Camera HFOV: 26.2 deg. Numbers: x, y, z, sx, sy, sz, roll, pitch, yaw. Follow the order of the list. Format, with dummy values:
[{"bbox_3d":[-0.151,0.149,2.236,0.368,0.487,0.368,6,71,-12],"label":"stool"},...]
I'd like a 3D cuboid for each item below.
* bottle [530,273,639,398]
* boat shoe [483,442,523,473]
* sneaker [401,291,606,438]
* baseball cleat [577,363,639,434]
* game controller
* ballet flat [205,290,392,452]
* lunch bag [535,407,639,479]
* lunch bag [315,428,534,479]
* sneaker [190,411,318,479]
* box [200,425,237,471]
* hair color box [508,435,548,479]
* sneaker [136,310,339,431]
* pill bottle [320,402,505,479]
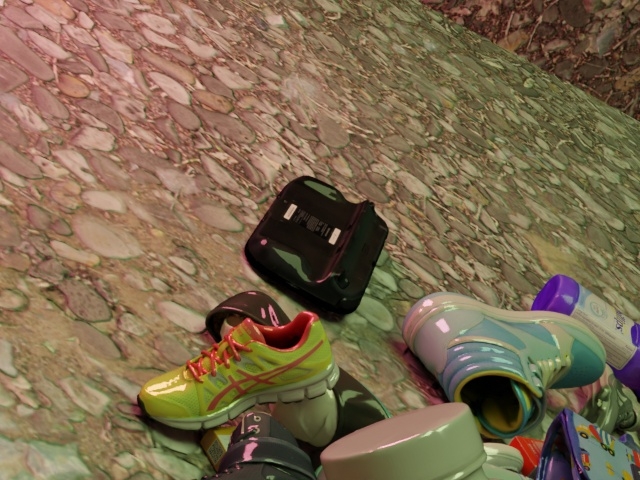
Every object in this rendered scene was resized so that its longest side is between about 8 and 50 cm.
[{"bbox_3d":[0.457,0.165,2.113,0.282,0.092,0.118,34,22,-4],"label":"bottle"},{"bbox_3d":[0.147,0.265,1.506,0.184,0.066,0.063,3,48,-29],"label":"boat shoe"},{"bbox_3d":[0.270,0.187,1.788,0.319,0.127,0.208,11,30,-27],"label":"sneaker"},{"bbox_3d":[0.417,0.244,1.942,0.109,0.072,0.206,40,26,-7],"label":"baseball cleat"},{"bbox_3d":[0.000,0.000,1.868,0.166,0.067,0.319,21,23,3],"label":"game controller"},{"bbox_3d":[-0.034,0.157,1.483,0.096,0.095,0.280,-4,34,-43],"label":"ballet flat"},{"bbox_3d":[0.338,0.333,1.506,0.221,0.138,0.293,30,37,-15],"label":"lunch bag"},{"bbox_3d":[0.112,0.314,1.314,0.279,0.108,0.224,21,46,-24],"label":"lunch bag"},{"bbox_3d":[-0.101,0.223,1.232,0.226,0.086,0.163,14,31,-21],"label":"sneaker"},{"bbox_3d":[-0.055,0.242,1.358,0.081,0.028,0.136,10,37,-45],"label":"box"},{"bbox_3d":[0.270,0.289,1.627,0.167,0.093,0.053,17,30,-38],"label":"hair color box"},{"bbox_3d":[-0.086,0.121,1.376,0.208,0.094,0.081,-16,33,-17],"label":"sneaker"},{"bbox_3d":[0.112,0.302,1.116,0.176,0.176,0.319,-21,92,-63],"label":"pill bottle"}]
